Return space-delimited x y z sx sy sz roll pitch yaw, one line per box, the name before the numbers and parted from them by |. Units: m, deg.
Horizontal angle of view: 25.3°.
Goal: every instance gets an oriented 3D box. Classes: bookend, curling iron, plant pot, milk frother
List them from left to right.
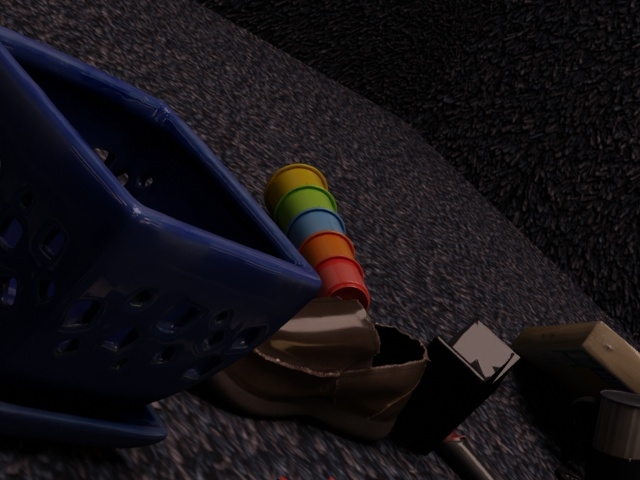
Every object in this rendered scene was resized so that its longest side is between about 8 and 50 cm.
plant pot | -0.182 0.013 1.033 0.236 0.212 0.236 47 15 31
curling iron | 0.154 0.233 1.673 0.274 0.035 0.068 46 13 26
bookend | 0.168 0.140 1.619 0.072 0.157 0.156 43 48 13
milk frother | 0.396 0.284 1.977 0.129 0.135 0.143 10 7 7

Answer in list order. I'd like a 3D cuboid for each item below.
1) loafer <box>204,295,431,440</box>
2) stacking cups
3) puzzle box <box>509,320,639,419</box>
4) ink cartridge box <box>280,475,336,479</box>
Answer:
loafer | -0.018 0.096 1.419 0.134 0.130 0.366 48 15 34
stacking cups | 0.000 0.000 1.901 0.096 0.096 0.316 34 13 -26
puzzle box | 0.462 0.234 2.236 0.272 0.052 0.409 40 -8 -3
ink cartridge box | 0.019 0.241 1.253 0.115 0.029 0.063 36 13 -20
